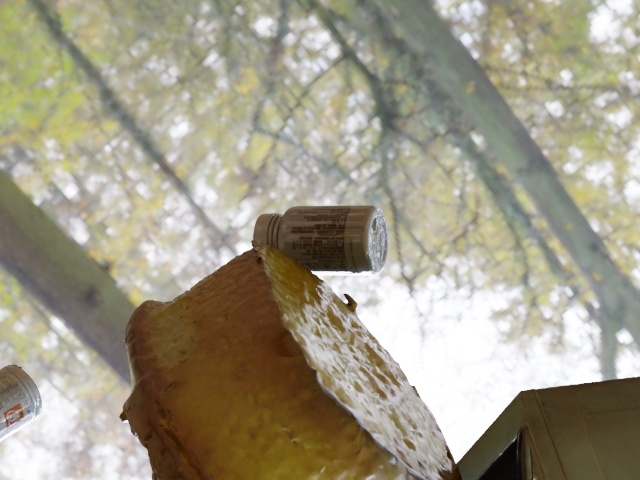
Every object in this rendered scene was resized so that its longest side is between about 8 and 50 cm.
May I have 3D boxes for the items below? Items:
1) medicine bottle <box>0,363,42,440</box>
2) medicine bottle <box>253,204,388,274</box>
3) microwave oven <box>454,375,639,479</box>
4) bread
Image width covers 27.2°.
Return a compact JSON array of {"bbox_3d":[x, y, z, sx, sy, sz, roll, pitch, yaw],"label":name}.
[{"bbox_3d":[-0.295,0.152,1.164,0.057,0.057,0.089,-12,-166,45],"label":"medicine bottle"},{"bbox_3d":[0.000,0.000,1.481,0.140,0.079,0.079,-1,-138,21],"label":"medicine bottle"},{"bbox_3d":[0.332,0.361,1.319,0.247,0.333,0.394,111,-31,-53],"label":"microwave oven"},{"bbox_3d":[-0.028,0.198,1.347,0.215,0.398,0.398,-41,-155,10],"label":"bread"}]
